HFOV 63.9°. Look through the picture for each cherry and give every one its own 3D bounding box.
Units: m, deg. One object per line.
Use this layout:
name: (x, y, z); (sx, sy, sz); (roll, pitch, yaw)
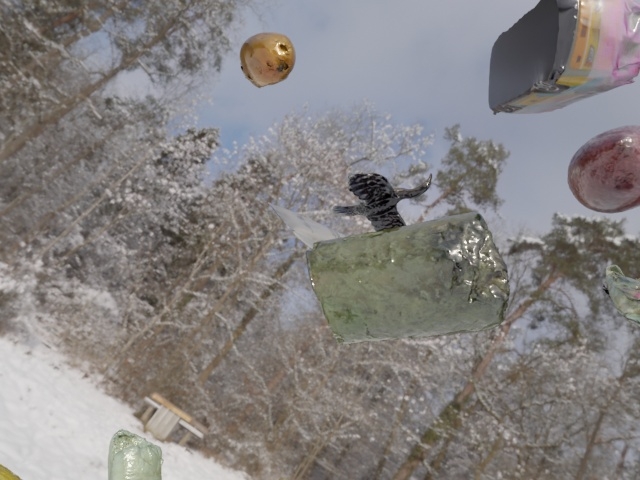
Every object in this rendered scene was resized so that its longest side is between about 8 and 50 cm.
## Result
cherry: (0.720, -0.174, 1.234); (0.231, 0.202, 0.300); (-19, -14, 24)

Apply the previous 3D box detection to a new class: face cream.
face cream: (0.000, 0.000, 1.340); (0.315, 0.089, 0.143); (28, 15, -37)

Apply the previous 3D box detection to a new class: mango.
mango: (-0.160, -0.530, 1.496); (0.151, 0.156, 0.249); (36, 0, -26)

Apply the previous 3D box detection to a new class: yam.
yam: (0.142, 0.068, 0.832); (0.301, 0.195, 0.195); (-10, -45, 15)

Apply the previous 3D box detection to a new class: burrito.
burrito: (0.620, 0.112, 1.024); (0.096, 0.309, 0.066); (29, -72, 15)

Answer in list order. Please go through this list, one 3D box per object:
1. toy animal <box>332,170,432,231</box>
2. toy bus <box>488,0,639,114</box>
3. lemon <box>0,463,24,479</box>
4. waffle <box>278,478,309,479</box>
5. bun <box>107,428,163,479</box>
toy animal: (0.127, -0.090, 1.035); (0.160, 0.197, 0.272); (32, -17, 41)
toy bus: (0.453, -0.345, 0.971); (0.163, 0.170, 0.386); (2, 6, 2)
lemon: (-0.511, 0.415, 0.641); (0.297, 0.297, 0.297); (26, -30, 16)
waffle: (-0.115, 0.615, 1.106); (0.284, 0.309, 0.065); (-9, -77, 13)
bun: (-0.474, 0.583, 1.312); (0.212, 0.127, 0.203); (56, -46, 50)
